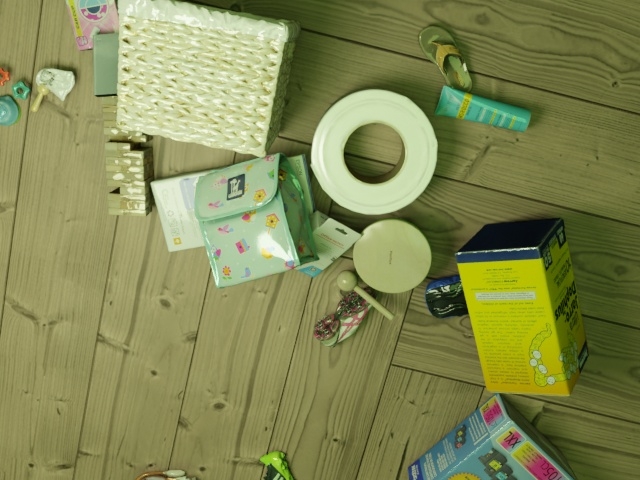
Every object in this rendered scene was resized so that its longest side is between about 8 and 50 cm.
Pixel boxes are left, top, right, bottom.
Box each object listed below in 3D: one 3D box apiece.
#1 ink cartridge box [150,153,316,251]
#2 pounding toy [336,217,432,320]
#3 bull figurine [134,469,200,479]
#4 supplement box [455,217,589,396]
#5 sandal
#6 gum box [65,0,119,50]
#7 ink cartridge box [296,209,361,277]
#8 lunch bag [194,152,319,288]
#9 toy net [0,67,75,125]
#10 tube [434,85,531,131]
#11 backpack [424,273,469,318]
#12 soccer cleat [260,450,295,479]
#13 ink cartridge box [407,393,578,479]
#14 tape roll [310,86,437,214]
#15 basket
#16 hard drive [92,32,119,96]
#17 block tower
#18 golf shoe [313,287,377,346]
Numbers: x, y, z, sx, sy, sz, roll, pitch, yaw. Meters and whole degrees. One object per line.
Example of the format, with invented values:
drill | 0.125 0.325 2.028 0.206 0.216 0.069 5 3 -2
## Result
ink cartridge box | -0.201 -0.092 1.634 0.371 0.069 0.175 -9 105 7
pounding toy | 0.162 0.043 1.644 0.183 0.110 0.236 31 112 0
bull figurine | -0.393 0.757 1.859 0.189 0.101 0.310 -18 106 3
supplement box | 0.469 0.151 1.578 0.195 0.194 0.356 -5 109 36
sandal | 0.287 -0.402 1.539 0.072 0.049 0.180 -32 102 10
gum box | -0.500 -0.526 1.525 0.107 0.062 0.188 -9 105 4
ink cartridge box | 0.000 0.000 1.610 0.104 0.060 0.180 28 127 -30
lunch bag | -0.149 -0.048 1.524 0.224 0.160 0.262 -15 91 22
toy net | -0.675 -0.354 1.591 0.232 0.045 0.122 -20 102 6
tube | 0.370 -0.296 1.566 0.207 0.052 0.080 13 131 0
backpack | 0.315 0.134 1.660 0.120 0.101 0.097 -19 100 14
soccer cleat | -0.108 0.648 1.844 0.072 0.060 0.178 -15 98 16
ink cartridge box | 0.414 0.629 1.773 0.270 0.151 0.395 43 104 -9
tape roll | 0.120 -0.205 1.574 0.287 0.100 0.286 0 106 1
basket | -0.229 -0.353 1.429 0.332 0.328 0.266 12 108 -2
hard drive | -0.445 -0.382 1.495 0.094 0.022 0.135 -3 87 5
block tower | -0.443 -0.230 1.591 0.097 0.091 0.335 3 105 0
golf shoe | 0.071 0.191 1.712 0.186 0.067 0.086 -40 136 4
